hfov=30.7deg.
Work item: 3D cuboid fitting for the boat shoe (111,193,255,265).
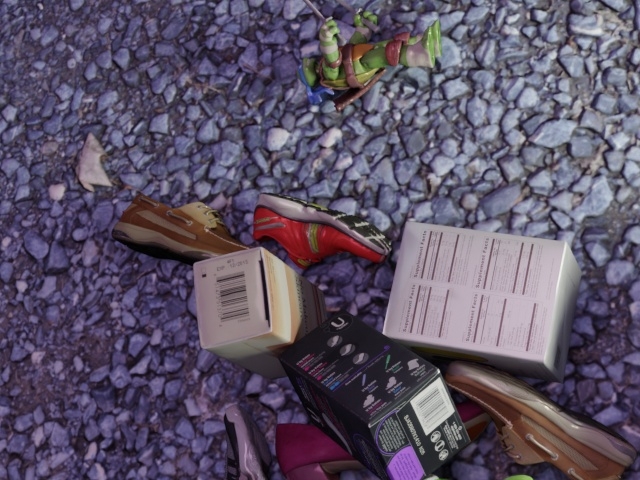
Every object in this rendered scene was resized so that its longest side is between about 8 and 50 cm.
[{"bbox_3d":[-0.237,-0.016,2.160,0.324,0.122,0.120,15,76,23],"label":"boat shoe"}]

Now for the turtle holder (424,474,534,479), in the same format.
[{"bbox_3d":[0.179,0.481,1.793,0.320,0.227,0.243,-1,73,20],"label":"turtle holder"}]

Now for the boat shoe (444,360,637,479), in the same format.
[{"bbox_3d":[0.330,0.297,1.816,0.324,0.123,0.116,29,96,2],"label":"boat shoe"}]

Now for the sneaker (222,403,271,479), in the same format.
[{"bbox_3d":[-0.158,0.424,2.000,0.153,0.101,0.268,-22,70,10],"label":"sneaker"}]

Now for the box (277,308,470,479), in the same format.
[{"bbox_3d":[0.080,0.247,1.822,0.143,0.165,0.270,-36,34,-18],"label":"box"}]

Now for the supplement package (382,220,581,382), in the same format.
[{"bbox_3d":[0.267,0.102,1.894,0.263,0.199,0.198,8,77,22],"label":"supplement package"}]

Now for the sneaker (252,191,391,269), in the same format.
[{"bbox_3d":[0.000,0.000,2.096,0.279,0.107,0.118,20,100,27],"label":"sneaker"}]

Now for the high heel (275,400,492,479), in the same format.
[{"bbox_3d":[0.099,0.307,1.941,0.377,0.127,0.181,-26,58,5],"label":"high heel"}]

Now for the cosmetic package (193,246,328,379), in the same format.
[{"bbox_3d":[-0.091,0.129,1.963,0.129,0.296,0.153,-14,71,15],"label":"cosmetic package"}]

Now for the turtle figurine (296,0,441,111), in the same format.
[{"bbox_3d":[0.077,-0.387,2.120,0.266,0.198,0.274,-2,77,15],"label":"turtle figurine"}]
